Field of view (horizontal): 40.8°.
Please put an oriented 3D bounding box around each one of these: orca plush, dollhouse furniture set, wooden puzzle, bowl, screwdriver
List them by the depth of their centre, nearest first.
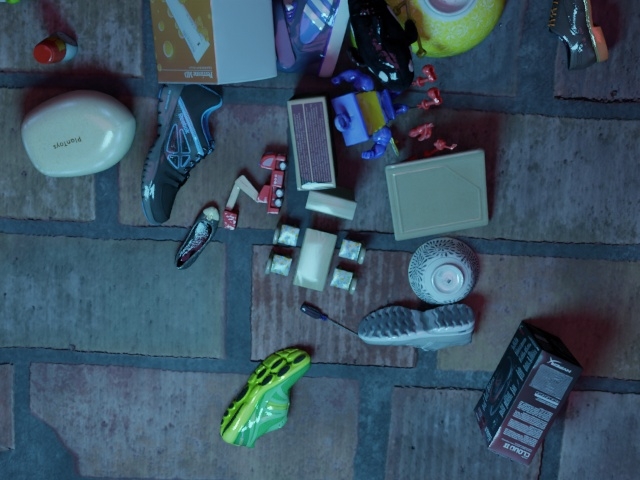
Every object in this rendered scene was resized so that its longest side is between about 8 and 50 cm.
[{"bbox_3d":[0.126,-0.448,1.737,0.151,0.102,0.288,-6,88,-4],"label":"orca plush"},{"bbox_3d":[0.267,-0.536,1.840,0.289,0.156,0.290,0,103,1],"label":"bowl"},{"bbox_3d":[0.266,-0.106,1.948,0.220,0.044,0.239,-10,133,3],"label":"wooden puzzle"},{"bbox_3d":[0.000,0.000,1.961,0.212,0.161,0.242,14,102,-2],"label":"dollhouse furniture set"},{"bbox_3d":[0.294,0.083,2.015,0.170,0.080,0.170,0,102,0],"label":"bowl"},{"bbox_3d":[0.027,0.197,2.081,0.169,0.025,0.024,27,101,-14],"label":"screwdriver"}]

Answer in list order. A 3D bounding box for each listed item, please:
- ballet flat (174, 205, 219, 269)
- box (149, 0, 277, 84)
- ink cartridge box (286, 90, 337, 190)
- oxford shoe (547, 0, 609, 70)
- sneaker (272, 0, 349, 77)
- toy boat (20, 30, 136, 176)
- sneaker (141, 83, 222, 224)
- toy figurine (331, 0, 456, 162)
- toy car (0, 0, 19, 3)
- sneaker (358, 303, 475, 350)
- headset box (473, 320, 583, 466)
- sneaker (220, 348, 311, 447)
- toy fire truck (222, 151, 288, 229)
[{"bbox_3d":[-0.288,-0.002,2.023,0.057,0.049,0.173,30,101,-6],"label":"ballet flat"},{"bbox_3d":[-0.231,-0.508,1.796,0.215,0.168,0.346,11,111,44],"label":"box"},{"bbox_3d":[-0.015,-0.222,1.875,0.088,0.235,0.193,-6,102,3],"label":"ink cartridge box"},{"bbox_3d":[0.538,-0.502,1.875,0.098,0.097,0.272,-23,101,12],"label":"oxford shoe"},{"bbox_3d":[-0.052,-0.525,1.861,0.236,0.130,0.323,13,108,-6],"label":"sneaker"},{"bbox_3d":[-0.553,-0.305,1.928,0.267,0.148,0.318,-10,110,8],"label":"toy boat"},{"bbox_3d":[-0.318,-0.192,1.945,0.139,0.125,0.341,13,103,-3],"label":"sneaker"},{"bbox_3d":[0.112,-0.306,1.827,0.217,0.191,0.363,-28,105,-37],"label":"toy figurine"},{"bbox_3d":[-0.669,-0.611,1.864,0.136,0.159,0.182,-24,103,-31],"label":"toy car"},{"bbox_3d":[0.228,0.226,2.035,0.281,0.105,0.115,-3,131,14],"label":"sneaker"},{"bbox_3d":[0.469,0.364,2.003,0.110,0.218,0.293,25,101,-4],"label":"headset box"},{"bbox_3d":[-0.121,0.383,2.092,0.123,0.109,0.295,36,100,-30],"label":"sneaker"},{"bbox_3d":[-0.151,-0.116,1.997,0.135,0.047,0.192,8,102,1],"label":"toy fire truck"}]
